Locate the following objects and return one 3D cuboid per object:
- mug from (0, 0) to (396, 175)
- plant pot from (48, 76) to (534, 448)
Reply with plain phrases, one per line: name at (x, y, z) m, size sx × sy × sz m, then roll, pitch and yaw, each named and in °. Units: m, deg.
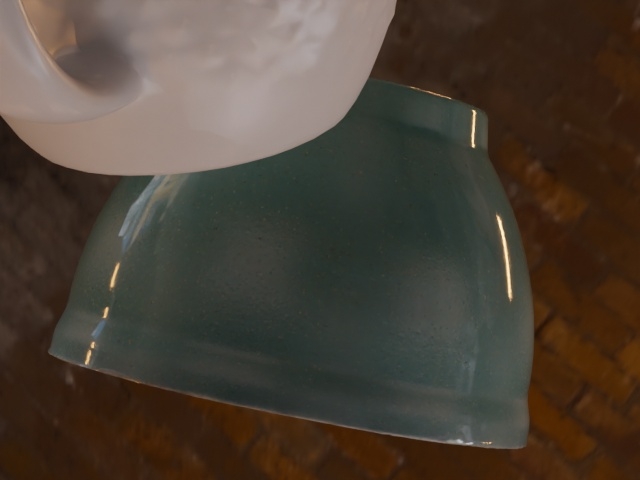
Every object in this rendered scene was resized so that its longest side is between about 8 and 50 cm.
mug at (-0.097, -0.193, 0.870) m, size 0.276 × 0.328 × 0.374 m, roll 0°, pitch -157°, yaw 16°
plant pot at (0.000, 0.000, 1.138) m, size 0.293 × 0.293 × 0.196 m, roll 12°, pitch -91°, yaw 0°
